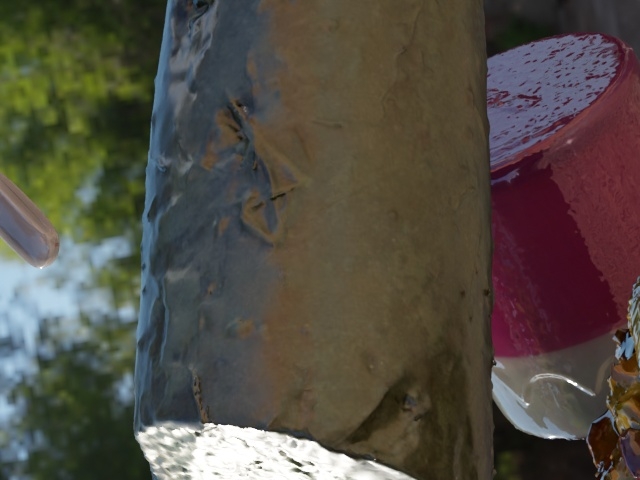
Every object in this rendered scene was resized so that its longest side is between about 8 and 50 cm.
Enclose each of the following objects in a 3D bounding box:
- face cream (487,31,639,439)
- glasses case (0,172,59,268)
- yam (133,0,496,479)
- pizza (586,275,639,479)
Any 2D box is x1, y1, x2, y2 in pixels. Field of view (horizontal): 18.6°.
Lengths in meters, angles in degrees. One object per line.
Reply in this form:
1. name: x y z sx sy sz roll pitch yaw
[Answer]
1. face cream: 0.146 -0.003 1.188 0.195 0.175 0.175 61 -168 -24
2. glasses case: -0.202 -0.015 1.292 0.083 0.021 0.032 42 126 26
3. yam: 0.000 0.000 0.840 0.161 0.161 0.268 71 -160 -67
4. pizza: 0.149 0.126 0.723 0.289 0.081 0.228 -89 -17 -66
